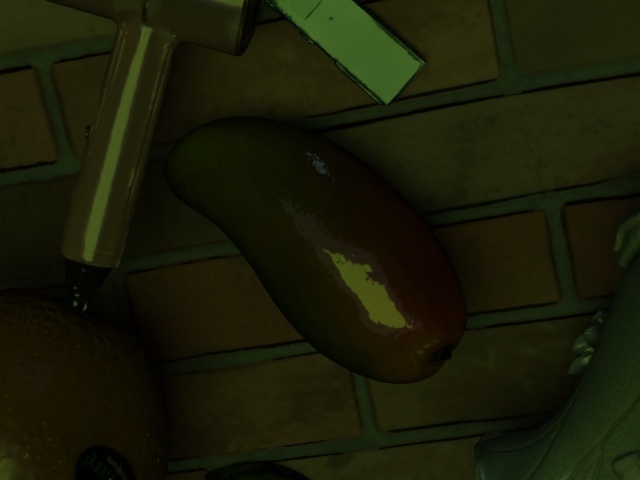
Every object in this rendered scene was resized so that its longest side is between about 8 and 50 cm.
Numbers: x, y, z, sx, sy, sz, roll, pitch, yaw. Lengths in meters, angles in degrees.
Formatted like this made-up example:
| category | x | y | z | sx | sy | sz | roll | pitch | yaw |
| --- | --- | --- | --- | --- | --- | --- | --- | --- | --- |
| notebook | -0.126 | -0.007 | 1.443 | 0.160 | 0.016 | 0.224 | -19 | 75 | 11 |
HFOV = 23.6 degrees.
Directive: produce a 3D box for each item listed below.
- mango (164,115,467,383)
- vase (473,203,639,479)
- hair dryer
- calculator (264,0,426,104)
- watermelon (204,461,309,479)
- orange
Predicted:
| category | x | y | z | sx | sy | sz | roll | pitch | yaw |
| --- | --- | --- | --- | --- | --- | --- | --- | --- | --- |
| mango | 0.004 | -0.002 | 1.280 | 0.289 | 0.129 | 0.146 | 48 | 129 | 1 |
| vase | 0.310 | 0.092 | 1.204 | 0.250 | 0.250 | 0.445 | 37 | 115 | -3 |
| hair dryer | -0.172 | -0.107 | 1.240 | 0.189 | 0.107 | 0.344 | 16 | 96 | 2 |
| calculator | 0.008 | -0.186 | 1.282 | 0.172 | 0.018 | 0.057 | 40 | 110 | -4 |
| watermelon | -0.023 | 0.256 | 1.413 | 0.163 | 0.087 | 0.069 | 46 | 72 | -8 |
| orange | -0.259 | 0.178 | 1.316 | 0.274 | 0.274 | 0.274 | 3 | 107 | 9 |
